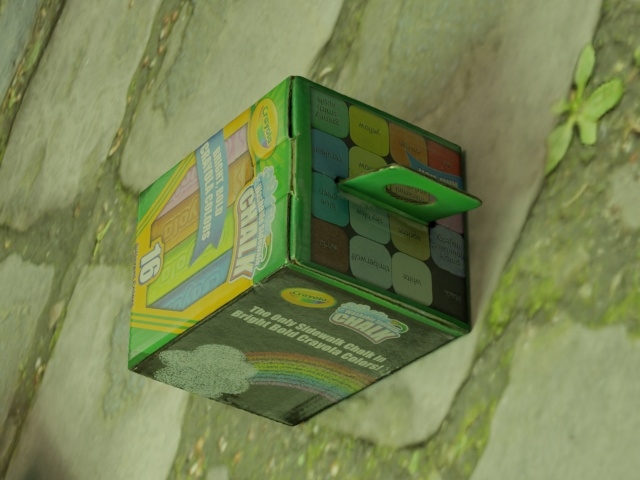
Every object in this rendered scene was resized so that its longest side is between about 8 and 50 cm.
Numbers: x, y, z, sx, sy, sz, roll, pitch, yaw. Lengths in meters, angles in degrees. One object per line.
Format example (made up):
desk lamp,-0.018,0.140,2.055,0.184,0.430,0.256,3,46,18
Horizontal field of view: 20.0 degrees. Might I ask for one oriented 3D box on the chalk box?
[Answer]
chalk box,0.000,0.000,1.062,0.213,0.132,0.132,-33,45,41
